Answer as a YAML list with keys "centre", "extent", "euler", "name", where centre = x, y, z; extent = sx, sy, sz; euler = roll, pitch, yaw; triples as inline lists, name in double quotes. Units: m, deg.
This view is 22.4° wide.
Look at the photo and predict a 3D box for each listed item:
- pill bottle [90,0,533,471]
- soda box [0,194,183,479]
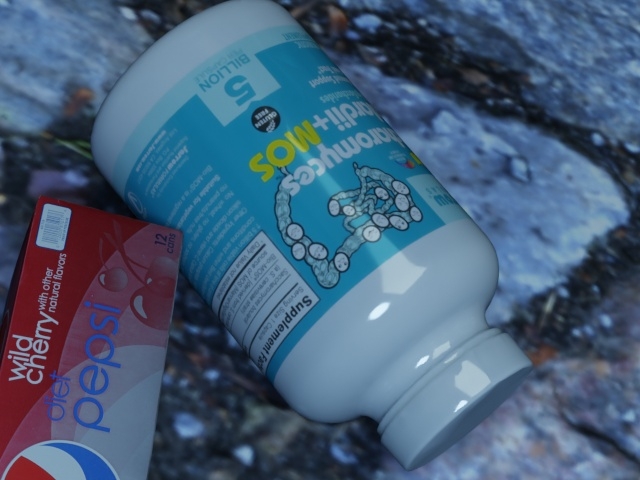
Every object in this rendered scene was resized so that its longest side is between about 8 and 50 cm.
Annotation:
- centre: [0.000, 0.000, 0.913]
  extent: [0.146, 0.146, 0.264]
  euler: [-30, 72, -35]
  name: "pill bottle"
- centre: [-0.133, 0.112, 0.814]
  extent: [0.083, 0.092, 0.263]
  euler: [15, 52, -13]
  name: "soda box"
